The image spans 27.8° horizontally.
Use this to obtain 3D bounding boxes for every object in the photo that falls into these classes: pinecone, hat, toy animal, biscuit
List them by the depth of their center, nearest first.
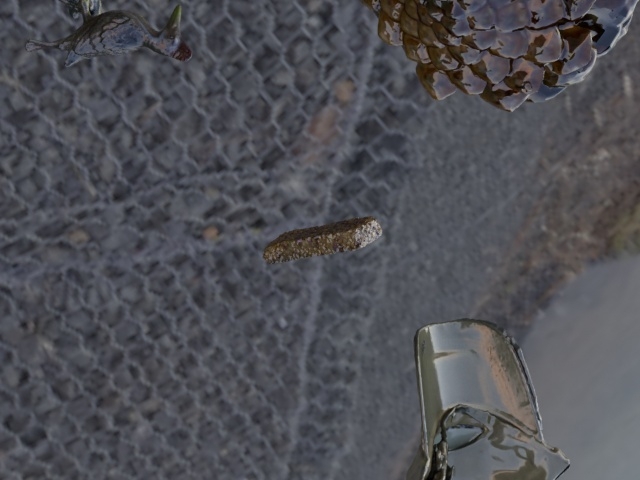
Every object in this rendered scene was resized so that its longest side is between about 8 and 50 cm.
[{"bbox_3d":[0.105,-0.158,0.725,0.174,0.173,0.173,-20,139,-19],"label":"pinecone"},{"bbox_3d":[0.122,0.155,1.103,0.147,0.175,0.085,-1,160,-25],"label":"hat"},{"bbox_3d":[-0.227,-0.230,1.429,0.070,0.202,0.105,28,79,-71],"label":"toy animal"},{"bbox_3d":[0.000,0.000,1.816,0.064,0.199,0.034,-31,105,-42],"label":"biscuit"}]
